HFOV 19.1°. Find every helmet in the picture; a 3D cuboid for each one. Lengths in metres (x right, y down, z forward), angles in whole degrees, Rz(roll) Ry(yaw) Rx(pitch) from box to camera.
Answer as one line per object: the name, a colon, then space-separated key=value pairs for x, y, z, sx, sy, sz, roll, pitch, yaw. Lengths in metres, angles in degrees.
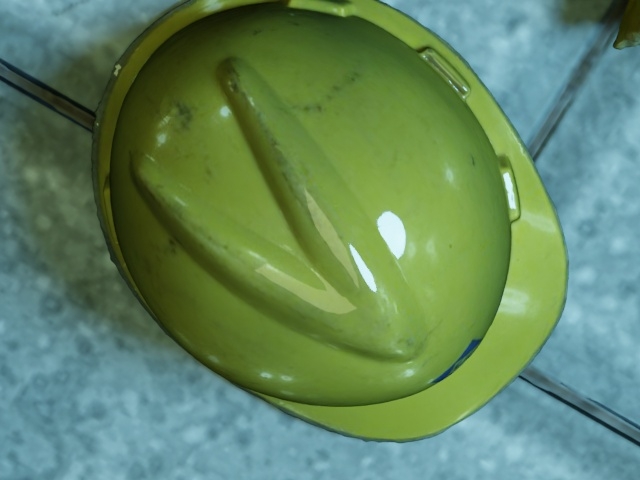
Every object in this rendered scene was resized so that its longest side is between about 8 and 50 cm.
helmet: x=0.000 y=0.000 z=0.888 sx=0.257 sy=0.140 sz=0.205 roll=44 pitch=102 yaw=-6

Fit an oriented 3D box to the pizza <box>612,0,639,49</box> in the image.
pizza: x=0.301 y=-0.175 z=0.862 sx=0.365 sy=0.074 sz=0.182 roll=-39 pitch=98 yaw=10
